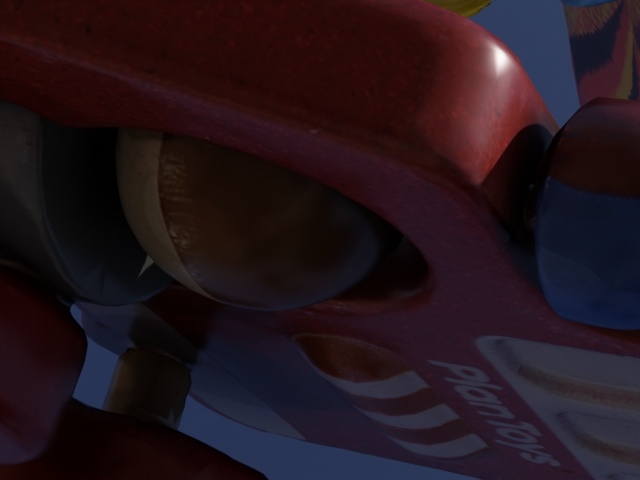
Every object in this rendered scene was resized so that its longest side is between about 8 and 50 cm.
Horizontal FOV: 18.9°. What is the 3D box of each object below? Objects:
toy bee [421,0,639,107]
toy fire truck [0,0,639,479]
[{"bbox_3d":[0.113,-0.142,0.645,0.162,0.195,0.298,-126,-136,-65],"label":"toy bee"},{"bbox_3d":[0.000,0.000,0.513,0.254,0.302,0.169,7,-112,27],"label":"toy fire truck"}]
